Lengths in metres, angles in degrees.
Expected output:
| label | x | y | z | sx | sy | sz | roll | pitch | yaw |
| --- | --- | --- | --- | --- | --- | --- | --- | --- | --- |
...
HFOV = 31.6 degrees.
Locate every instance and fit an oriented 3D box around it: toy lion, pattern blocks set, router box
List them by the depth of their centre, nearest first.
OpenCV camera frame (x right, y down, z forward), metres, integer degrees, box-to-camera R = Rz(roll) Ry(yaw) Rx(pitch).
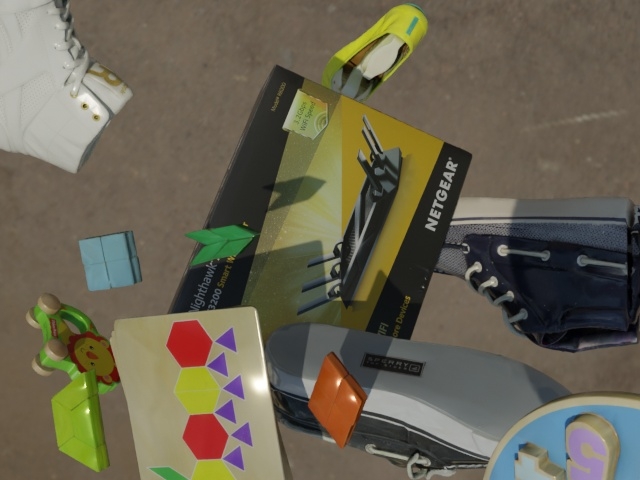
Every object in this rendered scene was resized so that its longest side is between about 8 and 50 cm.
| label | x | y | z | sx | sy | sz | roll | pitch | yaw |
| --- | --- | --- | --- | --- | --- | --- | --- | --- | --- |
| pattern blocks set | -0.096 | 0.146 | 0.934 | 0.285 | 0.026 | 0.324 | 2 | 99 | 22 |
| toy lion | -0.241 | 0.107 | 1.131 | 0.096 | 0.100 | 0.034 | 22 | 123 | -37 |
| router box | 0.000 | 0.000 | 1.212 | 0.243 | 0.308 | 0.081 | 23 | 161 | -8 |

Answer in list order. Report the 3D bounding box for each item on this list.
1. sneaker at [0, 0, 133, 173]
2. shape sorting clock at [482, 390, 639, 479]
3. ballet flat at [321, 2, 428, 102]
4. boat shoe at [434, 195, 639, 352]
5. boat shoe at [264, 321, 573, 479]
| label | x | y | z | sx | sy | sz | roll | pitch | yaw |
| --- | --- | --- | --- | --- | --- | --- | --- | --- | --- |
| sneaker | -0.258 | -0.204 | 1.140 | 0.169 | 0.108 | 0.292 | 21 | 125 | -3 |
| shape sorting clock | 0.152 | 0.161 | 0.492 | 0.206 | 0.040 | 0.206 | 29 | 134 | 34 |
| ballet flat | 0.062 | -0.237 | 1.546 | 0.077 | 0.077 | 0.231 | 33 | 140 | -16 |
| boat shoe | 0.216 | 0.042 | 1.303 | 0.341 | 0.158 | 0.127 | -4 | 155 | 32 |
| boat shoe | 0.091 | 0.164 | 1.033 | 0.306 | 0.113 | 0.105 | 9 | 126 | 11 |
